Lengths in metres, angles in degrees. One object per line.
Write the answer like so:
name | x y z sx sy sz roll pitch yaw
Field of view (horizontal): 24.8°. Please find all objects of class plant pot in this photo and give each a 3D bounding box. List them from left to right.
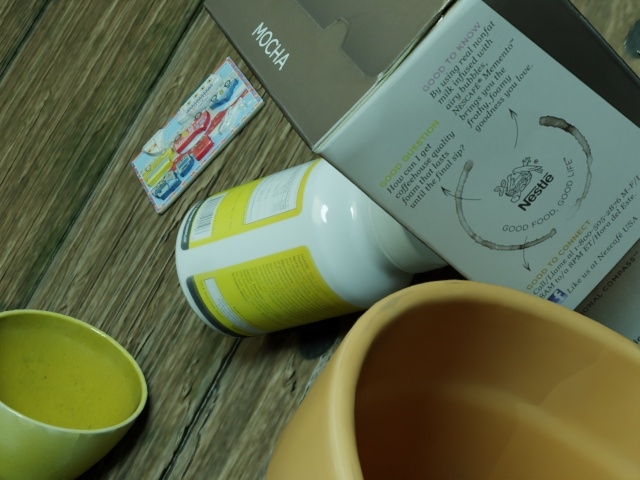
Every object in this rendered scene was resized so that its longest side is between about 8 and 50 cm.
plant pot | -0.205 0.129 1.066 0.095 0.134 0.134 -65 29 28
plant pot | 0.076 0.189 0.589 0.203 0.291 0.291 -53 32 30

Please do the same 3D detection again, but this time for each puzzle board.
puzzle board | -0.107 -0.091 1.229 0.128 0.011 0.096 -46 36 7

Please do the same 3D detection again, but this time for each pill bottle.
pill bottle | 0.000 0.000 0.954 0.184 0.103 0.103 -16 49 39

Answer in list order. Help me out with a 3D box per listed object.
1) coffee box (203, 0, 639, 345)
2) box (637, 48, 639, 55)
coffee box | 0.102 -0.042 0.712 0.119 0.297 0.168 -46 37 9
box | 0.298 -0.144 0.801 0.190 0.045 0.184 -51 38 0
